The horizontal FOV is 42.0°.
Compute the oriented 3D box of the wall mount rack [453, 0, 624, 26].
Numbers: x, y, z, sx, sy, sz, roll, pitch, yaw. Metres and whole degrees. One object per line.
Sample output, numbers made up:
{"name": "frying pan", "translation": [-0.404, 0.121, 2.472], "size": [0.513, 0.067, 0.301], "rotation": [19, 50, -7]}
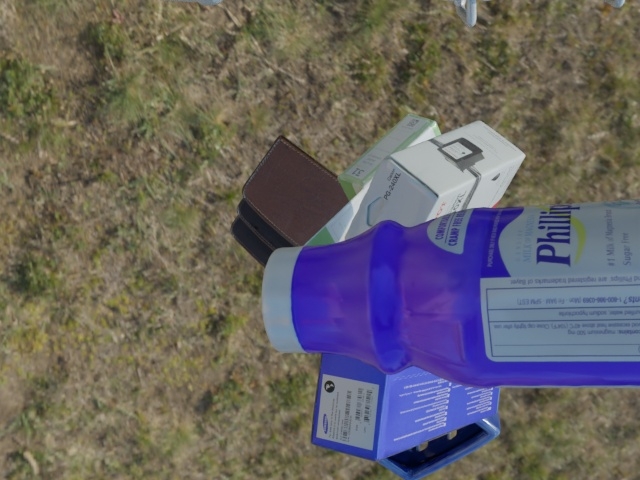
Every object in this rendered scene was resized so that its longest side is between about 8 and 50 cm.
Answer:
{"name": "wall mount rack", "translation": [0.275, -0.437, 1.052], "size": [0.350, 0.130, 0.304], "rotation": [-7, 122, 0]}

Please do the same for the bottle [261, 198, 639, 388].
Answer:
{"name": "bottle", "translation": [0.108, 0.030, 0.476], "size": [0.283, 0.118, 0.092], "rotation": [-3, 111, 19]}

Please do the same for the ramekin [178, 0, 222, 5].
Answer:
{"name": "ramekin", "translation": [-0.217, -0.458, 1.154], "size": [0.127, 0.273, 0.273], "rotation": [-4, 128, 6]}

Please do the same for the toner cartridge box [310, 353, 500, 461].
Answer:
{"name": "toner cartridge box", "translation": [0.114, 0.123, 0.903], "size": [0.348, 0.075, 0.165], "rotation": [8, 91, -60]}

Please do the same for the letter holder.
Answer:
{"name": "letter holder", "translation": [0.000, 0.000, 1.414], "size": [0.302, 0.152, 0.214], "rotation": [37, 95, 3]}

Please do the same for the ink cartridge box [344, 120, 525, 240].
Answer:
{"name": "ink cartridge box", "translation": [0.104, -0.036, 0.760], "size": [0.150, 0.063, 0.109], "rotation": [-25, 149, -44]}

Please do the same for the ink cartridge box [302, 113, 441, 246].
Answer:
{"name": "ink cartridge box", "translation": [0.067, -0.004, 0.943], "size": [0.235, 0.056, 0.171], "rotation": [-42, 128, -16]}

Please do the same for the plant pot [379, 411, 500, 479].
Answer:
{"name": "plant pot", "translation": [0.168, 0.264, 1.526], "size": [0.236, 0.212, 0.236], "rotation": [37, 126, -16]}
